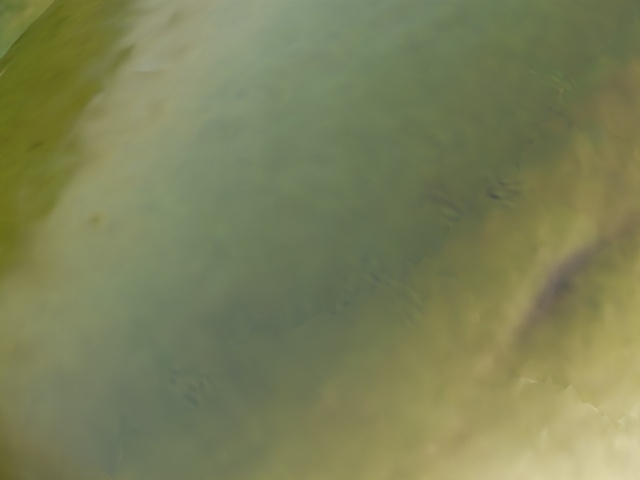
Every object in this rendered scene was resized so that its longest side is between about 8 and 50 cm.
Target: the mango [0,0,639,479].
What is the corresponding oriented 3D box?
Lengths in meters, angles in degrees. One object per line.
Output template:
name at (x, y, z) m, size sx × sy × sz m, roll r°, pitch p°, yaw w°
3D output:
mango at (0.000, 0.000, 0.545) m, size 0.301 × 0.445 × 0.220 m, roll 9°, pitch -55°, yaw 41°
